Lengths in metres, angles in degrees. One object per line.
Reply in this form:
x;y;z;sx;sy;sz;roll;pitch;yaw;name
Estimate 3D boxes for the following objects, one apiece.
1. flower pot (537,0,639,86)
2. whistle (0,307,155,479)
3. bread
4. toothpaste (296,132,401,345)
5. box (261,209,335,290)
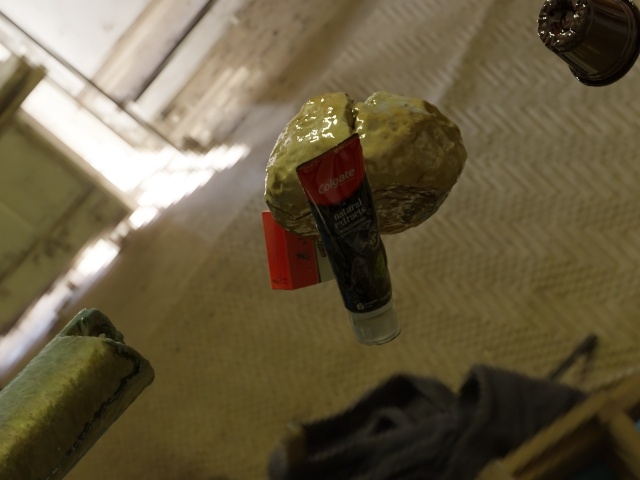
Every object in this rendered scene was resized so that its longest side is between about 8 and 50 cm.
0.294;-0.236;1.682;0.111;0.089;0.111;-18;65;45;flower pot
-0.184;0.131;0.833;0.057;0.068;0.326;-27;12;30;whistle
0.050;-0.088;1.689;0.244;0.244;0.134;-29;64;41;bread
0.028;0.004;1.337;0.071;0.193;0.045;-30;31;-27;toothpaste
0.000;0.000;1.873;0.048;0.100;0.152;-4;7;45;box
